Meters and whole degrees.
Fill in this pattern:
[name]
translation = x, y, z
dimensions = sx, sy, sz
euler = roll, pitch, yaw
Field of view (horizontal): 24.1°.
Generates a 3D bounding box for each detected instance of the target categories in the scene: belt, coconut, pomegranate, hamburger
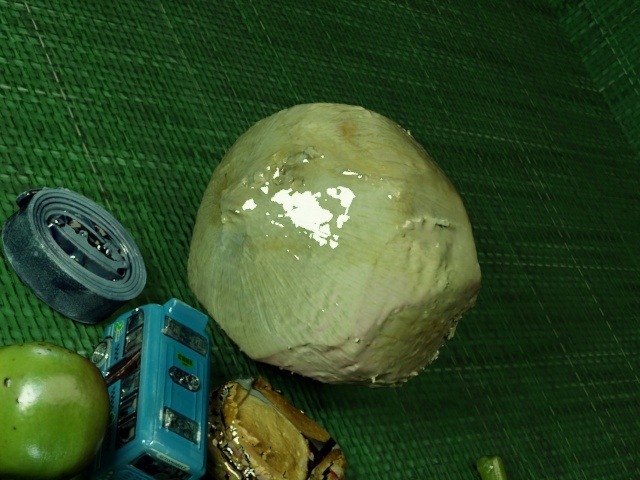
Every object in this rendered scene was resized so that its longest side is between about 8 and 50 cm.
[belt]
translation = -0.316, 0.017, 1.900
dimensions = 0.190, 0.082, 0.141
euler = 39, 36, -23
[coconut]
translation = 0.000, 0.000, 2.052
dimensions = 0.404, 0.404, 0.405
euler = 34, 35, -28
[pomegranate]
translation = -0.317, 0.214, 1.631
dimensions = 0.180, 0.180, 0.210
euler = 15, 76, -46
[hamburger]
translation = -0.068, 0.279, 1.925
dimensions = 0.231, 0.107, 0.231
euler = 38, 26, -23

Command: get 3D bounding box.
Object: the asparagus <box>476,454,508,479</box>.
[asparagus]
translation = 0.285, 0.421, 2.332
dimensions = 0.045, 0.041, 0.178
euler = 4, 57, -28

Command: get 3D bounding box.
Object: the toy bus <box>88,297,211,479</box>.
[toy bus]
translation = -0.203, 0.193, 1.818
dimensions = 0.113, 0.134, 0.246
euler = 33, 37, -30
